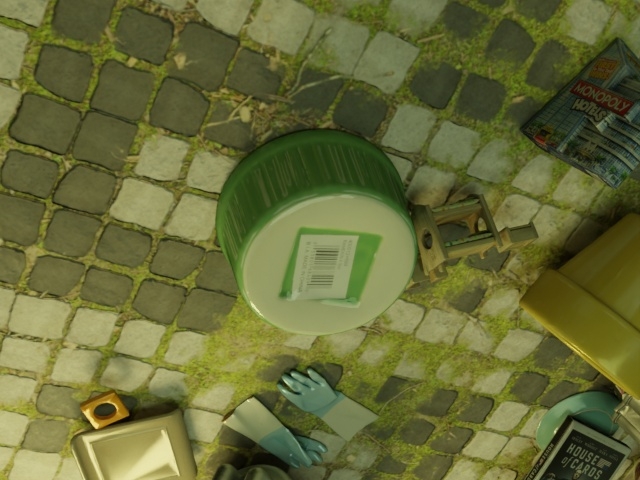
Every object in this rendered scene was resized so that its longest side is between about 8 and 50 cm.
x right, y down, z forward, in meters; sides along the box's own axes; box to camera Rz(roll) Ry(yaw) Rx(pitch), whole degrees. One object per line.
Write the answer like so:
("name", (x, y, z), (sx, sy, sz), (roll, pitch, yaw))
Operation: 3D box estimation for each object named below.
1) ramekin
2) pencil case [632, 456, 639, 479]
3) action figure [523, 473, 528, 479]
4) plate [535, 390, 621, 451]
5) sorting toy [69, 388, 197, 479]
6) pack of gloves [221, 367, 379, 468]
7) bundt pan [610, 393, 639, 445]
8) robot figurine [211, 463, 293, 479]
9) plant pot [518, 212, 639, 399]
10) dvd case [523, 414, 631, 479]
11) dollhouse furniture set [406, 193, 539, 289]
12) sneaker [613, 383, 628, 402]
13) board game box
("ramekin", (0.000, 0.000, 1.370), (0.304, 0.148, 0.303), (-6, 126, -9))
("pencil case", (0.869, 0.524, 1.939), (0.411, 0.160, 0.183), (-4, 116, -11))
("action figure", (0.402, 0.629, 1.934), (0.185, 0.099, 0.285), (24, 109, -9))
("plate", (0.529, 0.381, 1.843), (0.188, 0.024, 0.188), (-7, 126, -10))
("sorting toy", (-0.330, 0.378, 1.623), (0.196, 0.047, 0.347), (-14, 127, -9))
("pack of gloves", (-0.031, 0.340, 1.667), (0.195, 0.046, 0.232), (-39, 124, 16))
("bundt pan", (0.712, 0.292, 1.685), (0.331, 0.124, 0.330), (-22, 149, -15))
("robot figurine", (-0.094, 0.562, 1.711), (0.300, 0.199, 0.353), (0, 136, 36))
("plant pot", (0.504, 0.095, 1.515), (0.254, 0.254, 0.239), (38, 93, -32))
("dvd case", (0.498, 0.483, 1.831), (0.179, 0.029, 0.238), (28, 98, -26))
("dollhouse furniture set", (0.224, -0.005, 1.483), (0.182, 0.101, 0.161), (-11, 163, -25))
("sneaker", (0.601, 0.262, 1.757), (0.077, 0.072, 0.178), (-32, 138, 4))
("board game box", (0.422, -0.195, 1.336), (0.060, 0.194, 0.194), (34, 97, -32))
